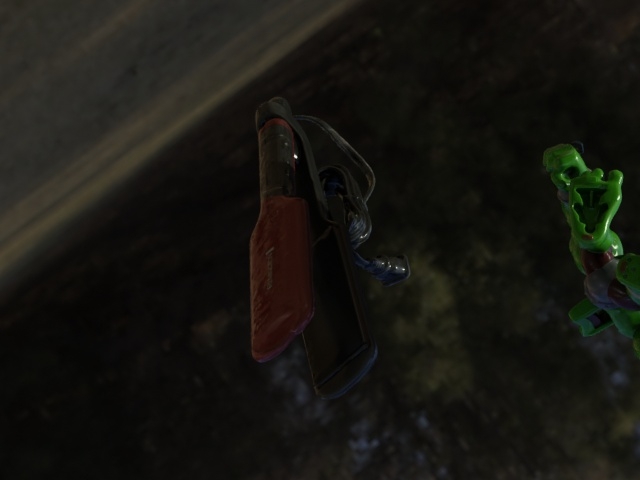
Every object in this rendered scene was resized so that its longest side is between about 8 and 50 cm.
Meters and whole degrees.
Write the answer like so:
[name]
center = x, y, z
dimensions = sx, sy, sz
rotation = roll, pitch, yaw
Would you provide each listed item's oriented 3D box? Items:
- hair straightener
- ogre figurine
[hair straightener]
center = 0.000, 0.000, 0.795
dimensions = 0.047, 0.089, 0.230
rotation = -45, -152, 20
[ogre figurine]
center = 0.228, 0.025, 1.165
dimensions = 0.097, 0.197, 0.118
rotation = -45, 154, -12
